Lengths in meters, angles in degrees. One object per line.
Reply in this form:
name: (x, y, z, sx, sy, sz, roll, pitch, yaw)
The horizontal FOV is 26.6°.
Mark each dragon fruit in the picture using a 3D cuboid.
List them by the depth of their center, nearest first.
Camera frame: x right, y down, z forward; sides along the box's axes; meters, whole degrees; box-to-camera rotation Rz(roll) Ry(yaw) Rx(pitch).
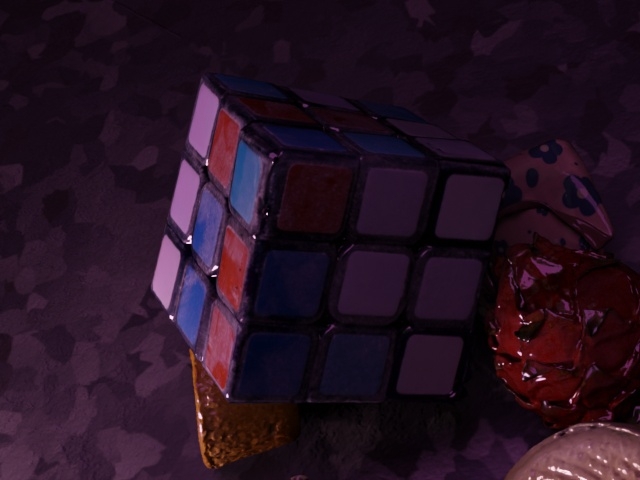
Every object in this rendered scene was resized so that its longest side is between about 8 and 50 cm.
dragon fruit: (0.339, 0.122, 1.763, 0.244, 0.299, 0.244, -31, 10, 6)

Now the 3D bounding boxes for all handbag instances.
handbag: (0.300, -0.006, 1.975, 0.251, 0.190, 0.193, -24, 62, -4)

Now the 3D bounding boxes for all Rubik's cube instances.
Rubik's cube: (0.000, 0.000, 1.837, 0.363, 0.362, 0.359, 4, 21, -23)

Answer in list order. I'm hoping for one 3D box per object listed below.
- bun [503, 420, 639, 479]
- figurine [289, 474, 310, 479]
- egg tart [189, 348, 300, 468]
bun: (0.372, 0.399, 1.624, 0.364, 0.202, 0.364, -21, 61, 43)
figurine: (-0.045, 0.373, 1.893, 0.154, 0.082, 0.098, -6, 41, 16)
egg tart: (-0.107, 0.222, 1.958, 0.147, 0.203, 0.203, -7, 53, -3)
